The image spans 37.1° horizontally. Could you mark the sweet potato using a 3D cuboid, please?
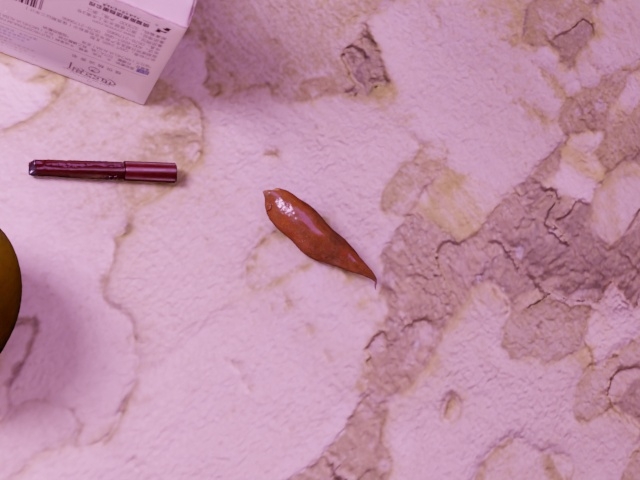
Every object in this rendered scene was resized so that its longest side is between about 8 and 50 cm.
[{"bbox_3d":[0.000,0.000,1.226,0.195,0.056,0.056,40,59,-12],"label":"sweet potato"}]

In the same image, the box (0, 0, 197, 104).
[{"bbox_3d":[-0.296,-0.290,1.110,0.274,0.203,0.116,19,65,-17],"label":"box"}]

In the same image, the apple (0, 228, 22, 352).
[{"bbox_3d":[-0.391,0.045,0.951,0.196,0.196,0.157,39,30,-7],"label":"apple"}]

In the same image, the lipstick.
[{"bbox_3d":[-0.262,-0.085,1.152,0.177,0.027,0.027,1,70,-23],"label":"lipstick"}]
